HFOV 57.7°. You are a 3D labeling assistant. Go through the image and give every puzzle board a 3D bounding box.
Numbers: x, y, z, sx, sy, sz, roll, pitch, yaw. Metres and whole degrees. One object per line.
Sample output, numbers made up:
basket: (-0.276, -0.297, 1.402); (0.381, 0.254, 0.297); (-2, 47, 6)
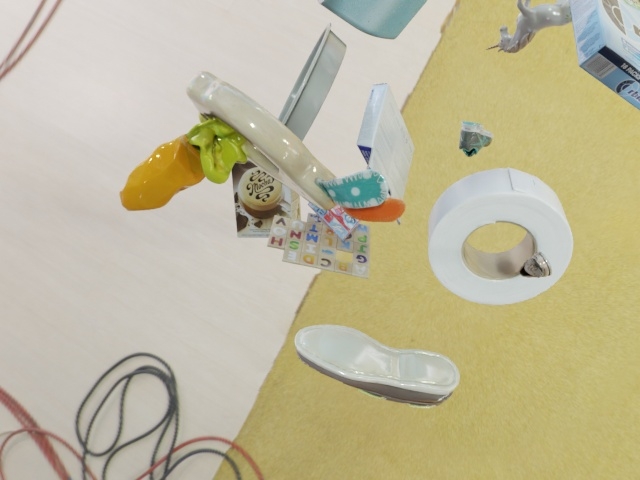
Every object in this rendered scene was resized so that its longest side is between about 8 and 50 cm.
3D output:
puzzle board: (0.038, -0.076, 1.315); (0.128, 0.011, 0.096); (47, 113, 21)

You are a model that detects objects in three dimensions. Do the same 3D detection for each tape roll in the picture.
tape roll: (0.366, -0.004, 1.206); (0.286, 0.100, 0.286); (5, 125, 8)

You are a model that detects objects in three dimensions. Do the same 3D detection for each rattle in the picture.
rattle: (-0.052, -0.036, 0.479); (0.199, 0.130, 0.143); (40, 69, 6)

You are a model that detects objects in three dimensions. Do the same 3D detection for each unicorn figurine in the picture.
unicorn figurine: (0.335, -0.351, 0.897); (0.162, 0.060, 0.111); (-2, 125, 18)

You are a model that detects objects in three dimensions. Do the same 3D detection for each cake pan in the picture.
cake pan: (-0.029, -0.296, 1.186); (0.054, 0.293, 0.293); (26, 92, -11)

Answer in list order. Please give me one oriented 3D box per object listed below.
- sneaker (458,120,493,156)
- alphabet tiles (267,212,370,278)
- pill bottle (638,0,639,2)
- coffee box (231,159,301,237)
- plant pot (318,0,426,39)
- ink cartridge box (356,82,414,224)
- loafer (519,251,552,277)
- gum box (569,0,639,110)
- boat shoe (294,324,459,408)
sneaker: (0.372, -0.240, 1.417); (0.065, 0.166, 0.076); (18, 97, 32)
alphabet tiles: (0.000, 0.000, 1.355); (0.237, 0.198, 0.009); (12, 128, -3)
pill bottle: (0.778, -0.632, 1.503); (0.224, 0.224, 0.392); (-41, 99, 7)
coffee box: (-0.151, -0.164, 1.623); (0.168, 0.119, 0.297); (0, 106, 12)
plant pot: (0.151, -0.709, 1.621); (0.252, 0.247, 0.248); (31, 113, -28)
ink cartridge box: (0.140, -0.181, 1.259); (0.045, 0.223, 0.224); (0, 59, 26)
loafer: (0.378, 0.050, 1.025); (0.039, 0.125, 0.045); (-29, 77, 9)
gum box: (0.391, -0.255, 0.747); (0.157, 0.041, 0.184); (25, 54, -20)
boat shoe: (0.102, 0.254, 1.144); (0.324, 0.116, 0.097); (13, 133, 0)
